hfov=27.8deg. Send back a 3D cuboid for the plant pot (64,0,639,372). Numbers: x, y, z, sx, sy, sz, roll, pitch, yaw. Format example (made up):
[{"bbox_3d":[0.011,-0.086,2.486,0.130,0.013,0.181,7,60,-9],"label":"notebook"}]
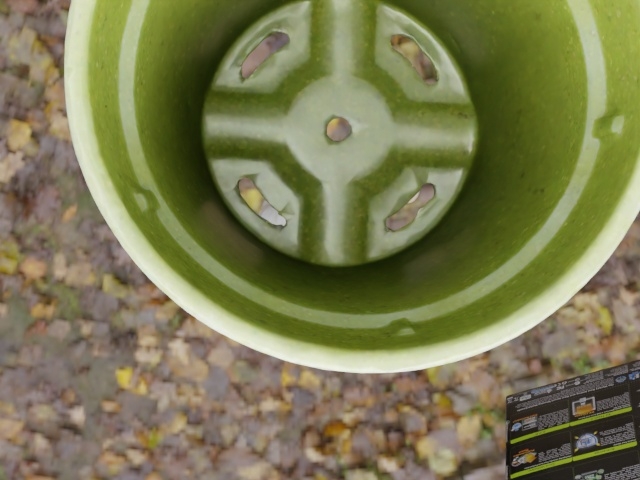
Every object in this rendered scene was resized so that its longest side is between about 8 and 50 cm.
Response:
[{"bbox_3d":[0.018,-0.075,0.707,0.276,0.254,0.276,0,89,-2],"label":"plant pot"}]

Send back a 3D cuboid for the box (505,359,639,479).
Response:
[{"bbox_3d":[0.251,0.171,1.094,0.190,0.184,0.045,-18,115,16],"label":"box"}]

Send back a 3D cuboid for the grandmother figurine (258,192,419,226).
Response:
[{"bbox_3d":[0.000,0.000,1.192,0.208,0.342,0.104,-38,87,4],"label":"grandmother figurine"}]
